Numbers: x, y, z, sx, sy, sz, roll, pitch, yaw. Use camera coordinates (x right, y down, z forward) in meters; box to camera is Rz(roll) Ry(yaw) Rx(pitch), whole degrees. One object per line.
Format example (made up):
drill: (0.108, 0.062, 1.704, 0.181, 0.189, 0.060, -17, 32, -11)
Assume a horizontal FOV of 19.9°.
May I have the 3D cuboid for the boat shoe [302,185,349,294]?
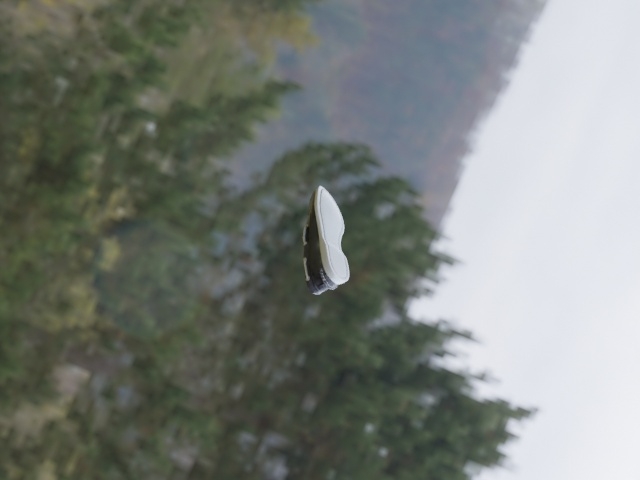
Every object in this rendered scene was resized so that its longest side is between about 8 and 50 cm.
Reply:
boat shoe: (0.000, 0.000, 1.776, 0.038, 0.046, 0.125, -31, -135, 24)
